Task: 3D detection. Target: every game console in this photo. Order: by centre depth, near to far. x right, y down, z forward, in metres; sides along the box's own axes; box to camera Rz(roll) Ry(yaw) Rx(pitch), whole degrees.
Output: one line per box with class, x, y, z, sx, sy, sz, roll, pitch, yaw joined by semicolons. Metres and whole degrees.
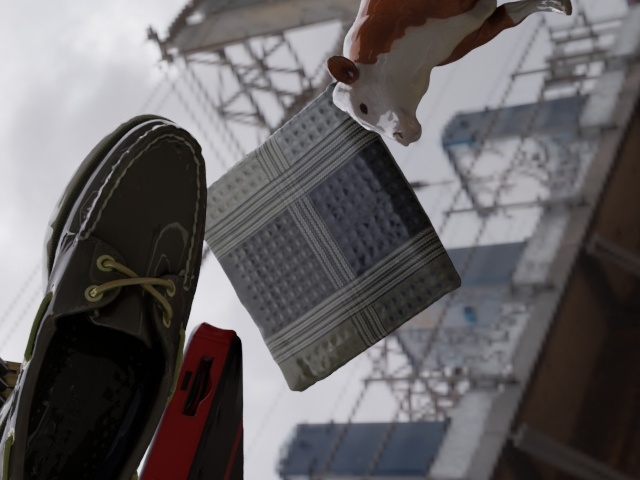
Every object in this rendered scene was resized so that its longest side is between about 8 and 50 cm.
game console;-0.153;0.323;1.628;0.386;0.060;0.342;-74;-10;-51

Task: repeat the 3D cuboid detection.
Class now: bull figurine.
bull figurine;0.112;-0.212;1.164;0.101;0.188;0.310;57;-148;-38

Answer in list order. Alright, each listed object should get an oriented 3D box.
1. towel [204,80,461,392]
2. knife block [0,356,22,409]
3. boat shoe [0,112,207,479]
towel;0.000;0.000;1.827;0.056;0.324;0.312;-20;-103;-54
knife block;-0.319;0.144;1.108;0.242;0.275;0.088;13;-113;-34
boat shoe;-0.134;0.061;0.898;0.109;0.091;0.305;24;-101;-26
